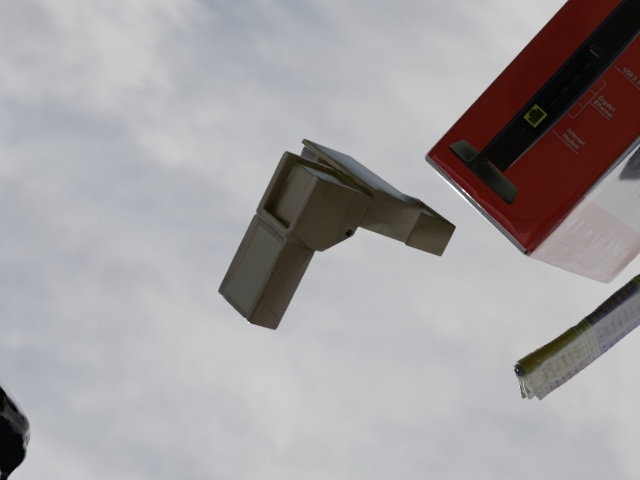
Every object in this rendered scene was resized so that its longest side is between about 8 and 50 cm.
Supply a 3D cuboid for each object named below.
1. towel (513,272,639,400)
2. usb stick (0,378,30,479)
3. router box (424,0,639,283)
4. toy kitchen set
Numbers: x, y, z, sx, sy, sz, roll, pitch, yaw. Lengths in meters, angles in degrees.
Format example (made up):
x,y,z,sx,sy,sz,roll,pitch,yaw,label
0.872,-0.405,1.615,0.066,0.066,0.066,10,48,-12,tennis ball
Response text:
x,y,z,sx,sy,sz,roll,pitch,yaw,label
0.116,0.038,0.825,0.009,0.083,0.060,52,180,21,towel
-0.210,-0.002,0.808,0.278,0.045,0.077,45,170,31,usb stick
0.224,-0.115,1.171,0.082,0.301,0.335,45,-171,14,router box
0.000,0.000,0.901,0.083,0.075,0.068,18,-166,-36,toy kitchen set
